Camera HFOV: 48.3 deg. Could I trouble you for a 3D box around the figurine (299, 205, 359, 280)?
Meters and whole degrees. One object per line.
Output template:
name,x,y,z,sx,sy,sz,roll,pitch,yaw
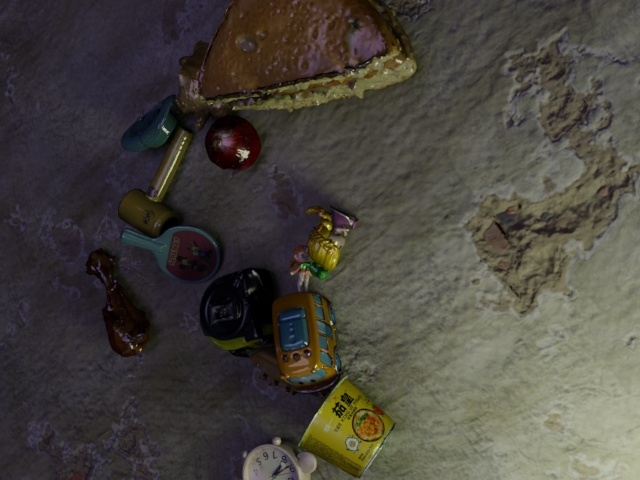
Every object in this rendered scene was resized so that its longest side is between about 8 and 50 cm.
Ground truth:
figurine,0.000,0.000,1.542,0.115,0.095,0.156,27,99,12

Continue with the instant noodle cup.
instant noodle cup,0.061,0.396,1.486,0.144,0.182,0.182,33,105,12

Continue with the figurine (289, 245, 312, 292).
figurine,-0.043,0.065,1.589,0.047,0.064,0.109,-13,75,47

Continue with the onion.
onion,-0.202,-0.221,1.629,0.131,0.131,0.131,1,91,26

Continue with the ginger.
ginger,-0.262,-0.357,1.664,0.157,0.102,0.216,13,92,-1

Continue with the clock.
clock,-0.099,0.530,1.623,0.229,0.063,0.155,-31,75,21

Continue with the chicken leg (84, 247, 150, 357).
chicken leg,-0.513,0.153,1.813,0.113,0.093,0.304,-28,70,6

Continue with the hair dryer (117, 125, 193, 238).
hair dryer,-0.376,-0.142,1.740,0.135,0.090,0.278,30,98,23

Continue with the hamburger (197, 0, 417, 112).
hamburger,-0.024,-0.420,1.451,0.446,0.268,0.286,-5,91,31

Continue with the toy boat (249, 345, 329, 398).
toy boat,-0.071,0.303,1.607,0.201,0.057,0.077,21,105,24

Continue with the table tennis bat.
table tennis bat,-0.356,0.021,1.697,0.244,0.040,0.152,17,115,-6

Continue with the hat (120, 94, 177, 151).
hat,-0.396,-0.272,1.735,0.191,0.078,0.138,-25,39,33

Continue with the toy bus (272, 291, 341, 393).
toy bus,-0.036,0.210,1.514,0.126,0.136,0.209,-14,63,14

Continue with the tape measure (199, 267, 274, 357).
tape measure,-0.189,0.167,1.620,0.186,0.112,0.199,-22,70,34
